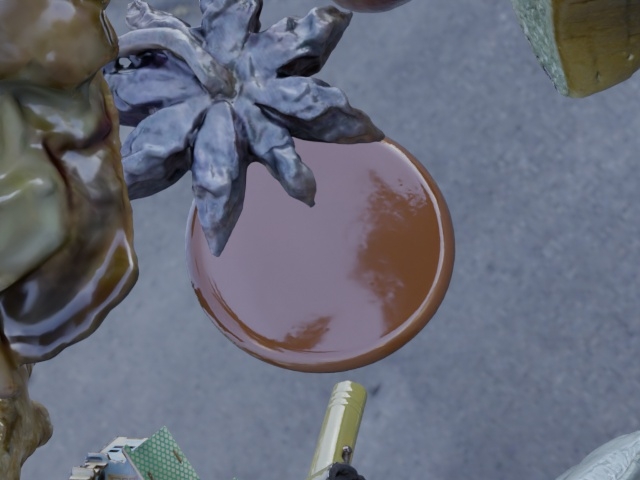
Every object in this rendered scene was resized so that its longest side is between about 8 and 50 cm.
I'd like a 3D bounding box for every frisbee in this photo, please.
[{"bbox_3d":[0.000,0.000,1.458,0.021,0.251,0.251,98,-163,-69],"label":"frisbee"}]

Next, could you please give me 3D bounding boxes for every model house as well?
[{"bbox_3d":[-0.170,0.366,1.860,0.206,0.271,0.178,1,13,19],"label":"model house"}]

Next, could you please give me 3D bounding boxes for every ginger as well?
[{"bbox_3d":[-0.295,0.141,1.398,0.081,0.148,0.334,-26,41,11],"label":"ginger"}]

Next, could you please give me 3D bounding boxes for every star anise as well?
[{"bbox_3d":[-0.084,-0.103,1.124,0.081,0.262,0.230,77,-162,-79],"label":"star anise"}]

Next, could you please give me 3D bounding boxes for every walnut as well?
[{"bbox_3d":[-0.190,-0.038,0.801,0.238,0.204,0.141,-56,36,-4],"label":"walnut"}]

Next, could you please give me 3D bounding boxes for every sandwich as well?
[{"bbox_3d":[0.161,-0.236,1.097,0.087,0.251,0.226,-21,64,2],"label":"sandwich"}]

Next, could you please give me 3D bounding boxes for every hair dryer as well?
[{"bbox_3d":[0.001,0.243,1.664,0.135,0.090,0.279,-33,18,25],"label":"hair dryer"}]

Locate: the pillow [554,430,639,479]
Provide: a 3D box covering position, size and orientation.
[{"bbox_3d":[0.232,0.213,1.361,0.128,0.051,0.229,-44,-10,-4],"label":"pillow"}]

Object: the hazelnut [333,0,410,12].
[{"bbox_3d":[0.070,-0.320,1.509,0.212,0.181,0.181,-48,20,-29],"label":"hazelnut"}]
